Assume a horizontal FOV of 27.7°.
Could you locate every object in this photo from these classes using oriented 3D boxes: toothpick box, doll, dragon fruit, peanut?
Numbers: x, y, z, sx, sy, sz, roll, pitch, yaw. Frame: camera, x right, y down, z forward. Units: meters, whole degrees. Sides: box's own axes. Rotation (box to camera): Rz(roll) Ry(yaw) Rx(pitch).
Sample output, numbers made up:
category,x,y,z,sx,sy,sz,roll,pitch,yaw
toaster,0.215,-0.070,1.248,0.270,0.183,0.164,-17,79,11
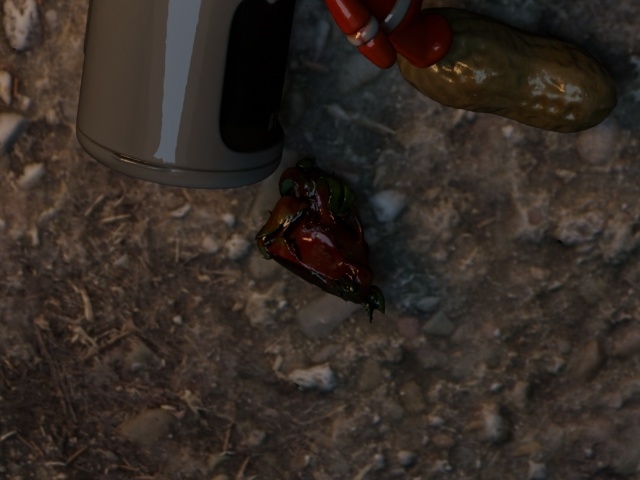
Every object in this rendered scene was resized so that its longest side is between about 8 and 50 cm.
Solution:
category,x,y,z,sx,sy,sz,roll,pitch,yaw
toothpick box,-0.129,-0.230,1.257,0.229,0.229,0.316,13,112,8
doll,0.003,-0.267,1.117,0.105,0.199,0.336,-25,148,31
dragon fruit,0.000,0.000,1.374,0.138,0.142,0.175,6,95,48
peanut,0.180,-0.163,1.268,0.226,0.108,0.095,18,110,3
